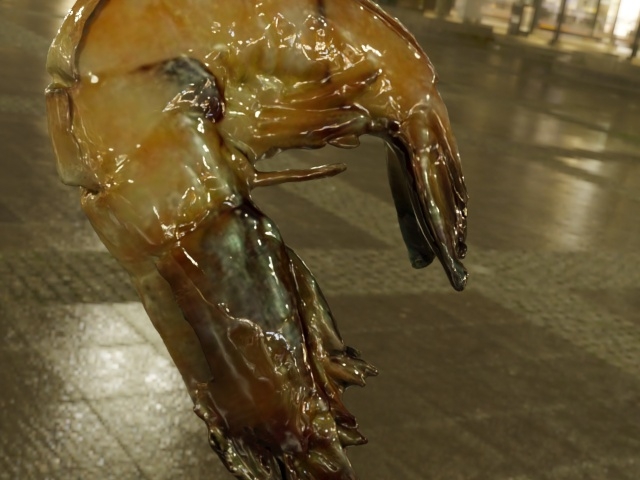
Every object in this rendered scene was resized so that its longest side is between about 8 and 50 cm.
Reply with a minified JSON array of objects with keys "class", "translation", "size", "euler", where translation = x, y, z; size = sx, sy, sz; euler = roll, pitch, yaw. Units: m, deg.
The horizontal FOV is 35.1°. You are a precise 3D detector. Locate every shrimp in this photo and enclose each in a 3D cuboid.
[{"class":"shrimp","translation":[-0.003,-0.001,0.463],"size":[0.178,0.289,0.075],"euler":[-30,11,-18]}]
